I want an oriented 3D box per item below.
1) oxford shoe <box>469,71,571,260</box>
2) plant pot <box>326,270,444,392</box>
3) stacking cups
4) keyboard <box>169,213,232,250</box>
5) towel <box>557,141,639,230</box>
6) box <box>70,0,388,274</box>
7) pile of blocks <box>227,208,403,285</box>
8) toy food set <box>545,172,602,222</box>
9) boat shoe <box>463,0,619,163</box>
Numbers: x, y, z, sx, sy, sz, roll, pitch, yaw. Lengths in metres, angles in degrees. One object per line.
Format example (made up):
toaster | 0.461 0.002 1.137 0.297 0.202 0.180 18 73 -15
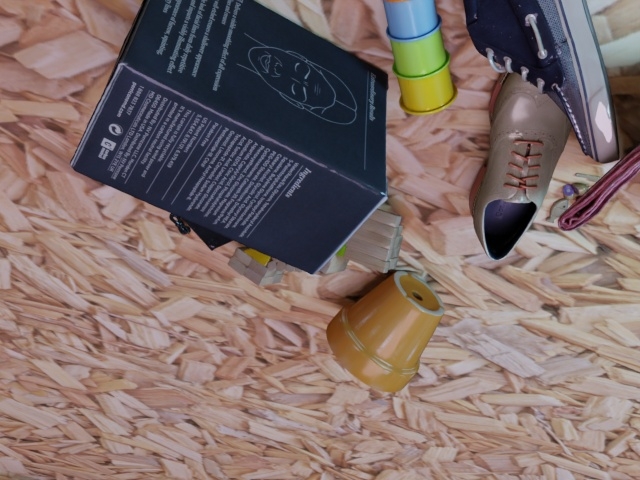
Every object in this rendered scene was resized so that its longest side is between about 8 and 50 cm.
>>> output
oxford shoe | 0.338 -0.136 1.249 0.140 0.147 0.397 5 132 3
plant pot | 0.146 0.171 1.567 0.205 0.205 0.188 27 116 -21
stacking cups | 0.125 -0.332 1.108 0.096 0.096 0.316 -10 134 14
keyboard | -0.239 -0.050 1.481 0.108 0.023 0.180 -23 129 18
towel | 0.493 -0.139 1.142 0.037 0.329 0.237 48 131 10
box | -0.115 -0.182 1.140 0.395 0.294 0.212 25 133 -19
pile of blocks | 0.000 0.000 1.473 0.362 0.149 0.112 -8 178 25
toy food set | 0.470 -0.068 1.403 0.077 0.019 0.122 10 136 -5
boat shoe | 0.309 -0.259 1.087 0.158 0.127 0.341 -14 98 25
